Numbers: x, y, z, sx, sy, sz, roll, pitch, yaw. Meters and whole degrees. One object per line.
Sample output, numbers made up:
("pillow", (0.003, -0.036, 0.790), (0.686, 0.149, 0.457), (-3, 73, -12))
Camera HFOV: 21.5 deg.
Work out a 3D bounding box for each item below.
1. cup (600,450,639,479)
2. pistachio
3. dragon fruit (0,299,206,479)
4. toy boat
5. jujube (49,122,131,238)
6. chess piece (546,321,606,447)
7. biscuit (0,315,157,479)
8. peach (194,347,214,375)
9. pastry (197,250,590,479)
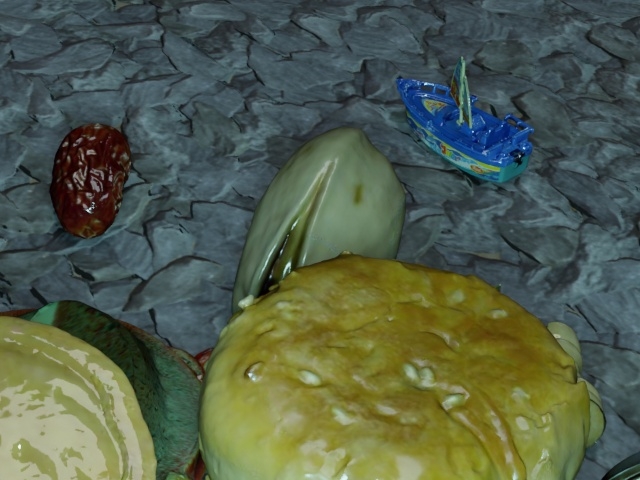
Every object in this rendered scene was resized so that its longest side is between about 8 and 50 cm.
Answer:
("cup", (0.272, 0.285, 1.158), (0.196, 0.196, 0.279), (7, 45, -1))
("pistachio", (0.000, 0.000, 1.530), (0.138, 0.153, 0.238), (11, 62, 21))
("dragon fruit", (-0.210, 0.149, 1.296), (0.268, 0.130, 0.295), (28, 43, 15))
("toy boat", (0.148, -0.144, 1.771), (0.175, 0.110, 0.091), (32, 43, 33))
("jujube", (-0.222, -0.056, 1.624), (0.077, 0.077, 0.129), (4, 47, -5))
("chess piece", (0.209, 0.124, 1.462), (0.066, 0.066, 0.122), (6, 30, -2))
("biscuit", (-0.296, 0.213, 1.120), (0.365, 0.062, 0.385), (12, 62, 9))
("peach", (-0.080, 0.124, 1.420), (0.077, 0.050, 0.083), (-6, 34, -19))
("pastry", (0.050, 0.151, 1.287), (0.284, 0.184, 0.316), (39, 42, 26))
